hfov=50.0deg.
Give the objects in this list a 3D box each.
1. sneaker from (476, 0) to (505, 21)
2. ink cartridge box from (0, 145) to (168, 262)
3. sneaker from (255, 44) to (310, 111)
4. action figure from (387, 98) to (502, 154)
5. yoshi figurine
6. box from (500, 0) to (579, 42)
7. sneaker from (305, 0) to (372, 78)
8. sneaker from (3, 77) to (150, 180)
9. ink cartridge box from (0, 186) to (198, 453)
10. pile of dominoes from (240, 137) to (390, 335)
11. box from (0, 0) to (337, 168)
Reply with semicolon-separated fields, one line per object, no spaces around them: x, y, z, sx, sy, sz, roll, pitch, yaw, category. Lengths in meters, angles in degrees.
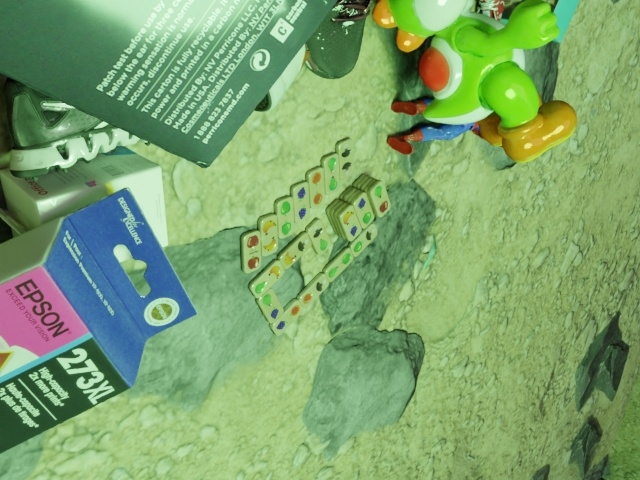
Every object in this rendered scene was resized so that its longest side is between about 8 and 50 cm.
0.248;-0.368;1.035;0.118;0.042;0.067;3;105;-50;sneaker
-0.236;-0.028;0.667;0.143;0.092;0.090;-22;127;-36;ink cartridge box
-0.081;-0.280;0.701;0.123;0.105;0.290;-53;148;-26;sneaker
0.247;-0.181;1.070;0.280;0.139;0.092;-19;124;-43;action figure
0.212;-0.294;0.892;0.362;0.203;0.203;48;49;-25;yoshi figurine
0.377;-0.446;1.086;0.060;0.100;0.244;17;97;-48;box
0.041;-0.302;0.756;0.106;0.162;0.281;-32;131;-32;sneaker
-0.195;-0.140;0.658;0.234;0.078;0.106;-29;117;-42;sneaker
-0.300;0.108;0.607;0.370;0.069;0.176;-28;132;-11;ink cartridge box
0.000;0.000;0.974;0.251;0.040;0.196;-45;137;-21;pile of dominoes
-0.190;-0.248;0.379;0.179;0.343;0.312;-49;142;13;box
